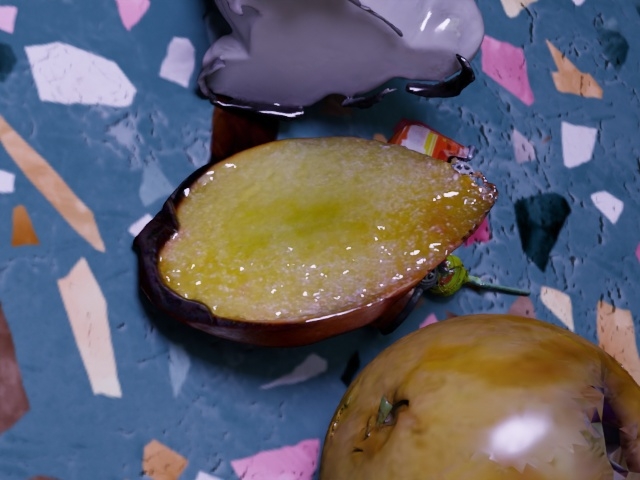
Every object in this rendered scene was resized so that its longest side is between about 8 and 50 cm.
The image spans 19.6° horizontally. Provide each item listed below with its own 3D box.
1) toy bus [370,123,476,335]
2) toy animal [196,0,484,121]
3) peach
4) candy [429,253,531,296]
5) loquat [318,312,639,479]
[{"bbox_3d":[0.063,-0.012,1.507,0.077,0.079,0.174,31,58,-10],"label":"toy bus"},{"bbox_3d":[0.006,-0.281,1.519,0.258,0.194,0.357,17,54,-16],"label":"toy animal"},{"bbox_3d":[-0.001,0.002,1.421,0.279,0.068,0.189,-8,54,-2],"label":"peach"},{"bbox_3d":[0.135,0.036,1.566,0.123,0.035,0.035,15,20,-39],"label":"candy"},{"bbox_3d":[0.125,0.181,1.361,0.263,0.263,0.263,13,65,-29],"label":"loquat"}]
